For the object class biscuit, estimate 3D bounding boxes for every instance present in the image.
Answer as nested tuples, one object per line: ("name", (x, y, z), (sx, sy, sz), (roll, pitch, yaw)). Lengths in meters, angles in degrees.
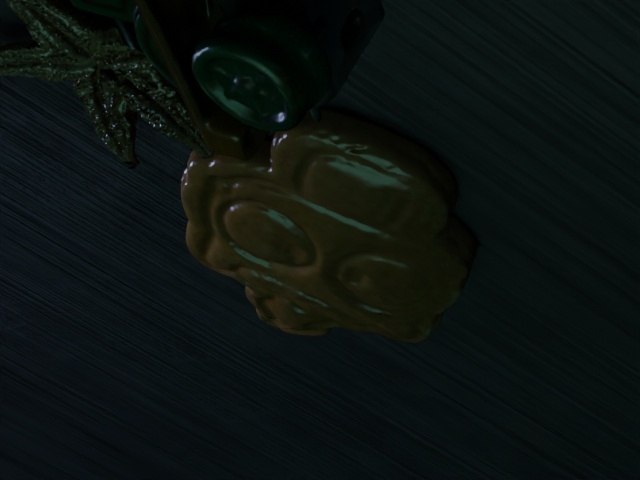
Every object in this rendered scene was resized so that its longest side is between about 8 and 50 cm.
("biscuit", (-0.001, 0.004, 1.455), (0.269, 0.051, 0.376), (22, 152, -1))

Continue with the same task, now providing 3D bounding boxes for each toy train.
("toy train", (-0.095, -0.223, 1.006), (0.249, 0.178, 0.429), (17, 152, 27))

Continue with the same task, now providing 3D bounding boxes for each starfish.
("starfish", (-0.167, -0.138, 1.317), (0.240, 0.043, 0.227), (0, 145, 34))
